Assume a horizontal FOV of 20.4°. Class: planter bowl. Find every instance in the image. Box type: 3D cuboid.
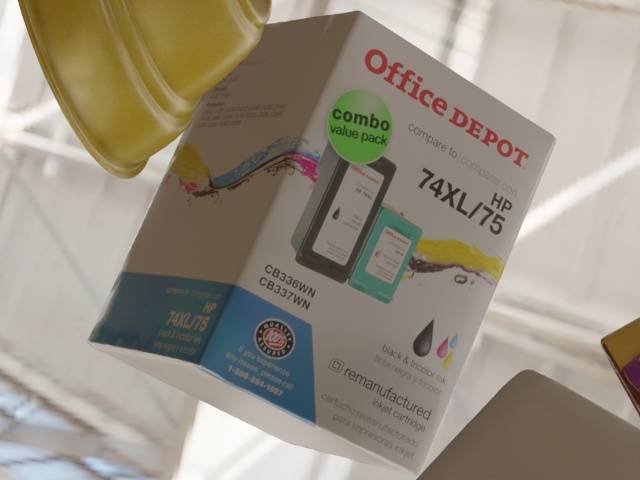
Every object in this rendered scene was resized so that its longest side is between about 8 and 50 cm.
[{"bbox_3d":[-0.080,-0.146,0.884,0.090,0.217,0.217,-12,-117,12],"label":"planter bowl"}]

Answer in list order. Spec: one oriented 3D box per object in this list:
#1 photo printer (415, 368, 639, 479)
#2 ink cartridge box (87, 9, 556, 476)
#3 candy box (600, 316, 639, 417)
[{"bbox_3d":[0.121,0.249,1.071,0.307,0.107,0.256,-45,-135,-14],"label":"photo printer"},{"bbox_3d":[0.000,0.000,1.293,0.197,0.198,0.270,3,-113,60],"label":"ink cartridge box"},{"bbox_3d":[0.172,0.082,0.780,0.053,0.186,0.109,-30,-101,5],"label":"candy box"}]
